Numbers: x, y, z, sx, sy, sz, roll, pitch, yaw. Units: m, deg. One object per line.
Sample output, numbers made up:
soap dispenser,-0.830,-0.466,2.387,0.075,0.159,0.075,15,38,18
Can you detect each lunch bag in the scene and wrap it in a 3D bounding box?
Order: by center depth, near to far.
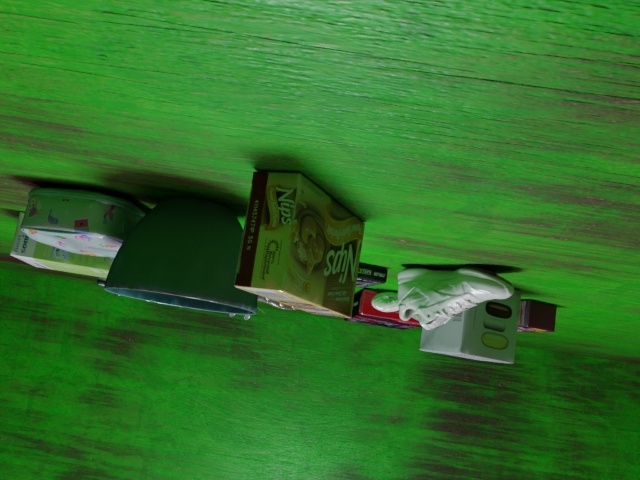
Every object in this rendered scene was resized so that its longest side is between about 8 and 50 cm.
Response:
lunch bag,-0.464,-0.030,1.494,0.224,0.107,0.279,3,169,13

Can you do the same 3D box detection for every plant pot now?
plant pot,-0.254,0.025,1.374,0.290,0.195,0.290,8,169,1

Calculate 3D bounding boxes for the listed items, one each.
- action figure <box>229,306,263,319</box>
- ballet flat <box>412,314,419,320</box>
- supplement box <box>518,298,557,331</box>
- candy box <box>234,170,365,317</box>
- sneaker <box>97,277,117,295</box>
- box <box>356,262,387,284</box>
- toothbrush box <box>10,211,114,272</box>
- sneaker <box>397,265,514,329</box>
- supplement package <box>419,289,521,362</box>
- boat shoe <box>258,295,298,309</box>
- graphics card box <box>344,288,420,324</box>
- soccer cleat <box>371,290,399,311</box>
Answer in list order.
action figure,-0.261,0.144,2.127,0.137,0.063,0.232,19,-155,-30
ballet flat,0.381,0.182,1.991,0.349,0.123,0.123,17,166,-37
supplement box,0.584,0.222,2.071,0.104,0.080,0.188,13,168,-23
candy box,-0.022,0.018,1.185,0.088,0.182,0.316,5,169,22
sneaker,-0.534,0.103,2.141,0.282,0.153,0.099,13,169,-21
box,0.056,0.086,1.869,0.184,0.045,0.191,10,169,-18
toothbrush box,-0.638,0.023,1.882,0.283,0.122,0.206,8,169,-2
sneaker,0.310,0.138,1.654,0.305,0.152,0.114,-4,162,44
supplement package,0.388,0.206,1.830,0.203,0.194,0.149,15,169,-33
boat shoe,-0.158,0.111,2.043,0.356,0.132,0.130,9,-164,-19
graphics card box,0.223,0.242,2.446,0.233,0.094,0.371,9,170,-6
soccer cleat,0.260,0.190,2.227,0.196,0.068,0.076,3,165,-6
